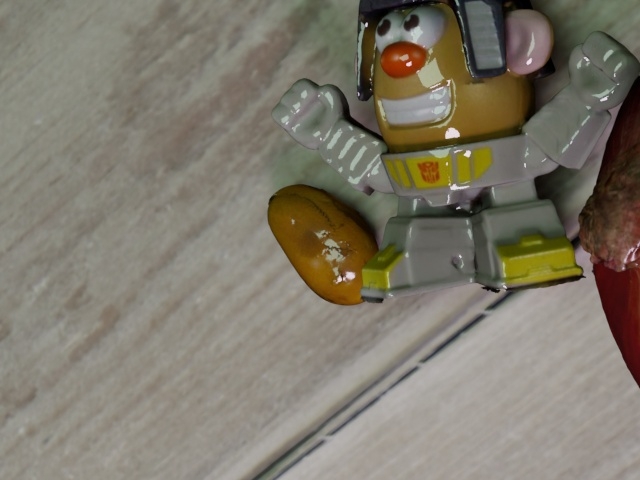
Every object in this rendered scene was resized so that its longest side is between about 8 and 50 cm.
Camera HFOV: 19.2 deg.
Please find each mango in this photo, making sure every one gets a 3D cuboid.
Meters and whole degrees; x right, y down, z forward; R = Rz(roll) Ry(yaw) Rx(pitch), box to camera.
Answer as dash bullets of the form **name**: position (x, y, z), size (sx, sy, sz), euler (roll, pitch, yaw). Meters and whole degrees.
- **mango**: position (0.000, 0.000, 1.579), size (0.127, 0.063, 0.077), euler (48, 122, 23)

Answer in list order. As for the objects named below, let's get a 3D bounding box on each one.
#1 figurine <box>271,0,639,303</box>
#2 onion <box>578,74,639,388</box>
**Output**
- **figurine**: position (0.102, -0.097, 1.469), size (0.308, 0.143, 0.308), euler (0, 90, 13)
- **onion**: position (0.331, 0.012, 1.233), size (0.341, 0.341, 0.341), euler (0, 90, 32)
